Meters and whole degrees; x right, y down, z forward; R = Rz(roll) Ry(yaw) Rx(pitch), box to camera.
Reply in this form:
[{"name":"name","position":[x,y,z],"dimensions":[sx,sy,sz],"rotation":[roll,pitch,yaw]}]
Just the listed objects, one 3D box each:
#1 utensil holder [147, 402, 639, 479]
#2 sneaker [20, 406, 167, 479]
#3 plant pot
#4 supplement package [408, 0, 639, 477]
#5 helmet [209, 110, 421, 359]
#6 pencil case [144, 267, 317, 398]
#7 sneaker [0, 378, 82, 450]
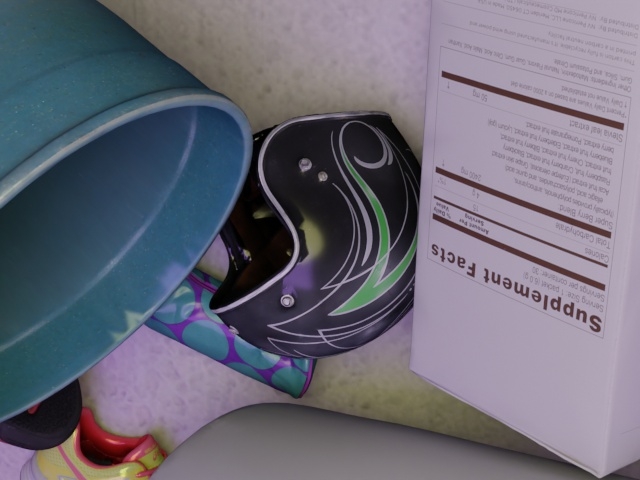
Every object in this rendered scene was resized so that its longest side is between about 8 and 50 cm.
[{"name":"utensil holder","position":[0.083,0.285,0.809],"dimensions":[0.385,0.327,0.328],"rotation":[9,114,41]},{"name":"sneaker","position":[-0.146,0.212,1.040],"dimensions":[0.208,0.081,0.094],"rotation":[28,108,1]},{"name":"plant pot","position":[-0.225,-0.065,0.767],"dimensions":[0.255,0.271,0.272],"rotation":[45,115,17]},{"name":"supplement package","position":[0.181,-0.038,0.777],"dimensions":[0.175,0.177,0.293],"rotation":[26,122,47]},{"name":"helmet","position":[0.000,0.000,0.875],"dimensions":[0.169,0.169,0.162],"rotation":[-11,88,18]},{"name":"pencil case","position":[-0.069,0.063,0.972],"dimensions":[0.151,0.064,0.070],"rotation":[24,130,4]},{"name":"sneaker","position":[-0.337,0.083,1.040],"dimensions":[0.313,0.116,0.136],"rotation":[30,139,2]}]
